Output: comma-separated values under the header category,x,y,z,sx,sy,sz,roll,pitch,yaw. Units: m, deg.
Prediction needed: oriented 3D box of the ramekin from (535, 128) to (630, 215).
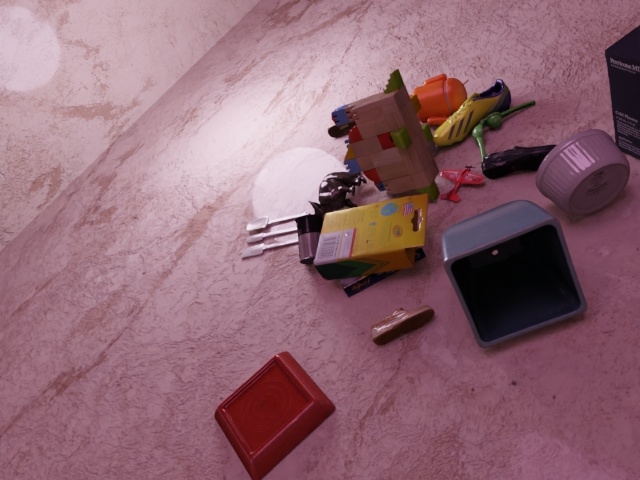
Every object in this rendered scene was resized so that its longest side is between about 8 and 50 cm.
category,x,y,z,sx,sy,sz,roll,pitch,yaw
ramekin,0.647,-0.156,1.446,0.207,0.207,0.109,-28,49,6

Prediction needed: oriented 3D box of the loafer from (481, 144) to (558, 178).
category,x,y,z,sx,sy,sz,roll,pitch,yaw
loafer,0.566,-0.237,1.672,0.223,0.076,0.078,-11,53,29

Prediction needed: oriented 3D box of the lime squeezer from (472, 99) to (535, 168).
category,x,y,z,sx,sy,sz,roll,pitch,yaw
lime squeezer,0.538,-0.349,1.822,0.110,0.059,0.310,20,61,44

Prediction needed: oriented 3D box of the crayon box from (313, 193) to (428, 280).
category,x,y,z,sx,sy,sz,roll,pitch,yaw
crayon box,0.152,-0.008,1.637,0.318,0.081,0.202,-10,45,26

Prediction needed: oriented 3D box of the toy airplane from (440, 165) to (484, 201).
category,x,y,z,sx,sy,sz,roll,pitch,yaw
toy airplane,0.407,-0.166,1.741,0.151,0.028,0.151,-19,41,17

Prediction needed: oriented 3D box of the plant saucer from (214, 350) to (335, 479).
category,x,y,z,sx,sy,sz,roll,pitch,yaw
plant saucer,-0.131,0.420,1.481,0.259,0.048,0.258,-41,40,-9

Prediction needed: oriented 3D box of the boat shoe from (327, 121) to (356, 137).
category,x,y,z,sx,sy,sz,roll,pitch,yaw
boat shoe,0.115,-0.442,2.190,0.190,0.068,0.072,-12,32,23

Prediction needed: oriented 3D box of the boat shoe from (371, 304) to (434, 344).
category,x,y,z,sx,sy,sz,roll,pitch,yaw
boat shoe,0.200,0.198,1.478,0.170,0.063,0.059,-27,46,8

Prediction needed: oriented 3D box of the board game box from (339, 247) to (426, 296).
category,x,y,z,sx,sy,sz,roll,pitch,yaw
board game box,0.157,0.040,1.683,0.243,0.042,0.165,-28,40,6

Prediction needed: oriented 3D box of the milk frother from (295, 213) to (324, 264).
category,x,y,z,sx,sy,sz,roll,pitch,yaw
milk frother,0.000,0.000,1.789,0.143,0.129,0.135,-5,75,-6

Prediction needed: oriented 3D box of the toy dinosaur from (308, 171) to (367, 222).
category,x,y,z,sx,sy,sz,roll,pitch,yaw
toy dinosaur,0.053,-0.167,1.905,0.160,0.121,0.314,6,56,20

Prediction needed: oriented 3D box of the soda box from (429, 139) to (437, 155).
category,x,y,z,sx,sy,sz,roll,pitch,yaw
soda box,0.264,-0.349,1.973,0.098,0.091,0.286,-35,40,-5

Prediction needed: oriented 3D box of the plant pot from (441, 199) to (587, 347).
category,x,y,z,sx,sy,sz,roll,pitch,yaw
plant pot,0.417,0.046,1.365,0.247,0.248,0.252,-23,22,11

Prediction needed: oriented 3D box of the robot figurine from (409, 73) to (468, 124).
category,x,y,z,sx,sy,sz,roll,pitch,yaw
robot figurine,0.395,-0.467,1.982,0.219,0.128,0.158,-11,33,25

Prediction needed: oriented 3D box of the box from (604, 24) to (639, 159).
category,x,y,z,sx,sy,sz,roll,pitch,yaw
box,0.870,-0.317,1.371,0.179,0.312,0.343,-36,40,-5

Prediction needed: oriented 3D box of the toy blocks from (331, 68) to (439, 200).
category,x,y,z,sx,sy,sz,roll,pitch,yaw
toy blocks,0.178,-0.283,1.781,0.260,0.381,0.191,-11,25,37

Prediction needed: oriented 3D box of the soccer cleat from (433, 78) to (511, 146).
category,x,y,z,sx,sy,sz,roll,pitch,yaw
soccer cleat,0.469,-0.406,1.873,0.289,0.121,0.093,-32,40,1

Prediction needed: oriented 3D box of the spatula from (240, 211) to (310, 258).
category,x,y,z,sx,sy,sz,roll,pitch,yaw
spatula,-0.150,-0.029,1.973,0.242,0.019,0.168,-13,42,22
